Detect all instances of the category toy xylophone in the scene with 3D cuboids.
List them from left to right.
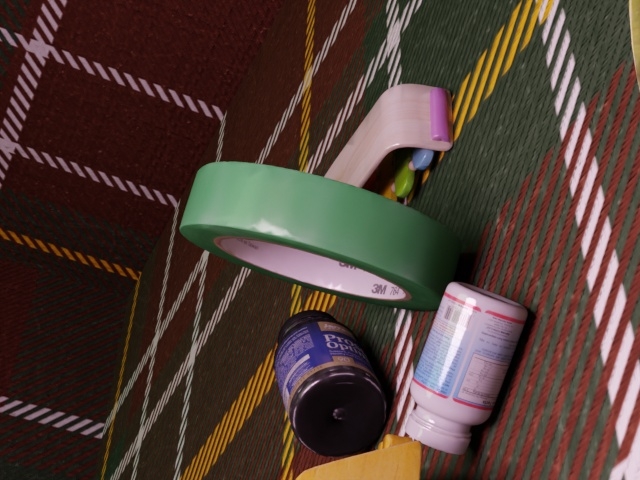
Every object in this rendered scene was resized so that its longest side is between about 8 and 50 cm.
[{"bbox_3d":[0.072,-0.065,1.540,0.323,0.081,0.236,132,151,-53],"label":"toy xylophone"}]

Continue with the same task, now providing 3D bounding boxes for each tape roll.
[{"bbox_3d":[0.000,0.000,1.285,0.321,0.321,0.077,-13,59,70],"label":"tape roll"}]

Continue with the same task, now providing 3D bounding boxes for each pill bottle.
[{"bbox_3d":[0.005,0.175,1.429,0.219,0.122,0.123,-117,48,-67],"label":"pill bottle"},{"bbox_3d":[0.142,0.128,1.110,0.087,0.087,0.160,-144,74,-72],"label":"pill bottle"}]

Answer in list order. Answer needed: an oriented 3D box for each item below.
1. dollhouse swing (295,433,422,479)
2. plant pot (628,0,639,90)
[{"bbox_3d":[-0.090,0.347,1.080,0.347,0.305,0.315,102,176,-67],"label":"dollhouse swing"},{"bbox_3d":[0.317,-0.192,0.532,0.353,0.366,0.366,-77,14,-57],"label":"plant pot"}]
